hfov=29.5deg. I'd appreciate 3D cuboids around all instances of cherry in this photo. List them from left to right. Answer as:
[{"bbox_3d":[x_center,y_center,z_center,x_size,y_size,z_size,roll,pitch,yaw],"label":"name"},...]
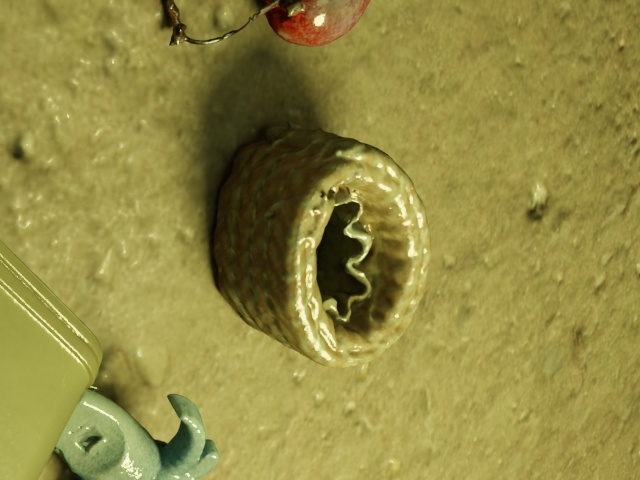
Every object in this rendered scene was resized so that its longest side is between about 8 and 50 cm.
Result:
[{"bbox_3d":[-0.042,-0.235,1.147,0.225,0.090,0.107,-11,123,-35],"label":"cherry"}]

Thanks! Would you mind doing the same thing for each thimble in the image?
[{"bbox_3d":[-0.002,0.007,1.225,0.196,0.148,0.229,-47,130,-23],"label":"thimble"}]

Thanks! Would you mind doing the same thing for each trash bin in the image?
[{"bbox_3d":[-0.300,0.132,0.919,0.243,0.121,0.247,54,47,-42],"label":"trash bin"}]

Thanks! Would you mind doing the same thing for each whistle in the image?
[{"bbox_3d":[-0.176,0.222,1.140,0.180,0.093,0.269,-31,135,3],"label":"whistle"}]
